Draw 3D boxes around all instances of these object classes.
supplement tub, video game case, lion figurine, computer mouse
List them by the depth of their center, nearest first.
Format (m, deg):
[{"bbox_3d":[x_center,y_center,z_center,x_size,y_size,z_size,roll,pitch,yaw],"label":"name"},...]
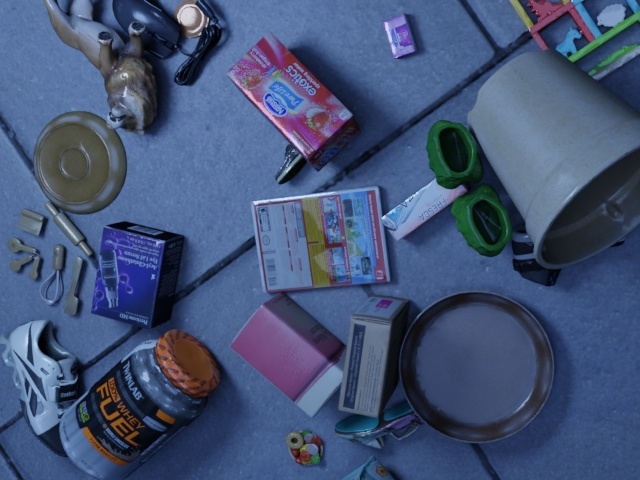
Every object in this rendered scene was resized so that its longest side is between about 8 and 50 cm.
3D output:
[{"bbox_3d":[-0.335,-0.471,1.981,0.262,0.060,0.184,48,118,4],"label":"computer mouse"},{"bbox_3d":[0.000,0.000,1.985,0.285,0.025,0.204,-6,95,16],"label":"video game case"},{"bbox_3d":[-0.479,-0.421,2.003,0.142,0.240,0.392,-29,69,-23],"label":"lion figurine"},{"bbox_3d":[-0.393,0.359,2.048,0.338,0.207,0.207,-42,85,16],"label":"supplement tub"}]

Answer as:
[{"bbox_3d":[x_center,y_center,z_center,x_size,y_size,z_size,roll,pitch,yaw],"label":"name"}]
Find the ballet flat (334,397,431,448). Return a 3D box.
[{"bbox_3d":[0.140,0.396,1.982,0.221,0.077,0.079,-22,111,17],"label":"ballet flat"}]

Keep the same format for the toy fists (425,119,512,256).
[{"bbox_3d":[0.281,-0.100,1.778,0.096,0.142,0.279,-26,90,-7],"label":"toy fists"}]

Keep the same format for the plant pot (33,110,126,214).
[{"bbox_3d":[-0.553,-0.175,2.111,0.236,0.032,0.236,2,98,16],"label":"plant pot"}]

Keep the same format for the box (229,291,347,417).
[{"bbox_3d":[-0.051,0.237,1.967,0.232,0.148,0.127,39,105,6],"label":"box"}]

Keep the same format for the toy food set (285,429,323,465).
[{"bbox_3d":[-0.033,0.458,2.059,0.083,0.020,0.083,-9,94,16],"label":"toy food set"}]

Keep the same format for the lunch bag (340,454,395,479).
[{"bbox_3d":[0.081,0.625,1.982,0.223,0.160,0.262,47,118,2],"label":"lunch bag"}]

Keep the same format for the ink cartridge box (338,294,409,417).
[{"bbox_3d":[0.111,0.225,1.875,0.088,0.235,0.193,9,99,13],"label":"ink cartridge box"}]

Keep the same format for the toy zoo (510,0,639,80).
[{"bbox_3d":[0.487,-0.450,1.787,0.192,0.030,0.293,-34,88,17],"label":"toy zoo"}]

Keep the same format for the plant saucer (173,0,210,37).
[{"bbox_3d":[-0.278,-0.478,2.003,0.083,0.013,0.083,2,99,15],"label":"plant saucer"}]

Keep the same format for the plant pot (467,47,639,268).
[{"bbox_3d":[0.440,-0.171,1.688,0.334,0.334,0.305,-43,59,16],"label":"plant pot"}]

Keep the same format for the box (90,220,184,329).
[{"bbox_3d":[-0.404,0.075,2.064,0.153,0.108,0.207,12,100,13],"label":"box"}]

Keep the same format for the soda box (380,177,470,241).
[{"bbox_3d":[0.215,-0.075,1.899,0.183,0.058,0.063,-37,87,16],"label":"soda box"}]

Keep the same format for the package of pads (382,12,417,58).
[{"bbox_3d":[0.161,-0.412,1.881,0.050,0.032,0.083,-17,93,18],"label":"package of pads"}]

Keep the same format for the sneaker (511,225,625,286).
[{"bbox_3d":[0.487,0.030,1.837,0.217,0.079,0.121,-1,111,12],"label":"sneaker"}]

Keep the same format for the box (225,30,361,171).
[{"bbox_3d":[-0.053,-0.278,1.882,0.128,0.122,0.257,-43,76,2],"label":"box"}]

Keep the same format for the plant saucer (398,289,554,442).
[{"bbox_3d":[0.316,0.254,1.900,0.311,0.050,0.310,0,93,7],"label":"plant saucer"}]

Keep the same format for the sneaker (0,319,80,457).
[{"bbox_3d":[-0.613,0.337,2.149,0.146,0.122,0.330,-25,91,19],"label":"sneaker"}]

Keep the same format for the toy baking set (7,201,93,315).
[{"bbox_3d":[-0.619,0.040,2.163,0.256,0.030,0.197,44,109,6],"label":"toy baking set"}]

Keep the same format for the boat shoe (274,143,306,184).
[{"bbox_3d":[-0.049,-0.186,1.962,0.049,0.056,0.152,42,95,14],"label":"boat shoe"}]
